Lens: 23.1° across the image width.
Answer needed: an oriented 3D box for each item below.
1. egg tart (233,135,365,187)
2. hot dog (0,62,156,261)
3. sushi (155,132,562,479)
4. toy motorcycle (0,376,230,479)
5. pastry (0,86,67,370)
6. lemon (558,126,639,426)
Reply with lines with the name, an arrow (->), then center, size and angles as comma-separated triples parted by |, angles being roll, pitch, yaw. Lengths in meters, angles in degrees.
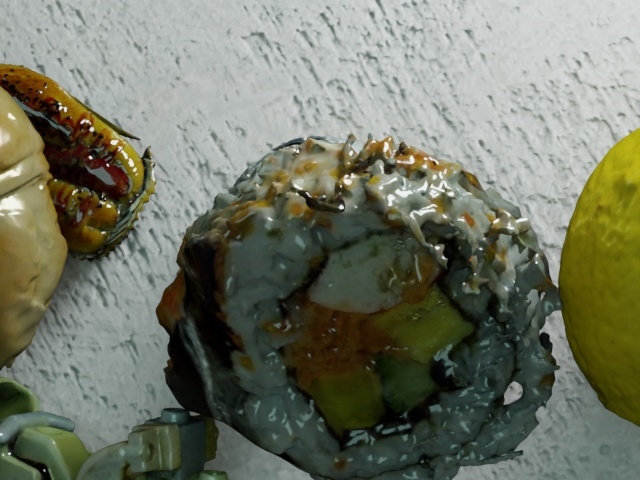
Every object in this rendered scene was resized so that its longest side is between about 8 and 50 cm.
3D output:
egg tart -> 0.000, 0.000, 1.714 | 0.234, 0.094, 0.234 | 0, 88, 7
hot dog -> -0.312, -0.091, 1.778 | 0.270, 0.082, 0.162 | 33, 92, 9
sushi -> 0.046, 0.075, 1.574 | 0.417, 0.176, 0.417 | 3, 123, 5
toy motorcycle -> -0.263, 0.276, 1.687 | 0.410, 0.169, 0.237 | 4, 95, 24
pastry -> -0.471, -0.019, 1.678 | 0.409, 0.245, 0.409 | 7, 104, 28
lemon -> 0.408, 0.026, 1.519 | 0.350, 0.350, 0.387 | 12, 96, 10
